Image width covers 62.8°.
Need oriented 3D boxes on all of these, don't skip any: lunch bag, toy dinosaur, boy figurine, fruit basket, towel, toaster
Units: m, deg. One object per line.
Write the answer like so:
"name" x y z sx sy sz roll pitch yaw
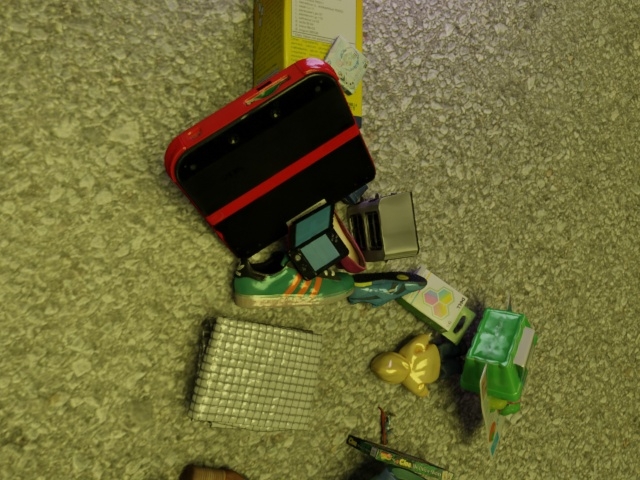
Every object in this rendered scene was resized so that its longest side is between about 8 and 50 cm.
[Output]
"lunch bag" 0.061 -0.137 1.314 0.098 0.067 0.065 44 71 -19
"toy dinosaur" 0.175 0.499 1.395 0.090 0.047 0.082 29 84 10
"boy figurine" 0.266 0.338 1.403 0.285 0.092 0.177 -5 92 -27
"fruit basket" 0.509 0.372 1.436 0.327 0.165 0.353 -52 130 -39
"towel" -0.148 0.297 1.176 0.284 0.121 0.235 15 84 -28
"toaster" 0.156 -0.026 1.309 0.110 0.168 0.185 -9 93 -25

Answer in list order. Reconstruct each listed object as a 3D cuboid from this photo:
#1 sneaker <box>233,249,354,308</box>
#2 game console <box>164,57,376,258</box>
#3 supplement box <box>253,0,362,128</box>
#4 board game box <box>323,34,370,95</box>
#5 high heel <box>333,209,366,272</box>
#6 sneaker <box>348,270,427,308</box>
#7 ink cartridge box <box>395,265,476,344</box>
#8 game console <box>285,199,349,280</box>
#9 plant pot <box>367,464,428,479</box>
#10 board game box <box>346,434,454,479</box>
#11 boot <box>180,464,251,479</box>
"sneaker" -0.052 0.083 1.223 0.302 0.108 0.121 -3 103 -26
"game console" -0.090 -0.158 1.103 0.386 0.060 0.342 -32 138 -1
"supplement box" -0.033 -0.424 1.197 0.194 0.195 0.356 1 90 -28
"board game box" 0.052 -0.373 1.119 0.090 0.020 0.090 34 75 -25
"high heel" 0.035 -0.030 1.271 0.082 0.117 0.244 -25 101 -25
"sneaker" 0.171 0.129 1.353 0.209 0.069 0.082 -3 108 -8
"ink cartridge box" 0.320 0.176 1.406 0.209 0.062 0.109 36 72 2
"game console" 0.000 0.000 1.177 0.144 0.085 0.124 -31 84 -33
"plant pot" 0.193 0.661 1.231 0.293 0.293 0.196 27 87 -25
"board game box" 0.205 0.560 1.344 0.260 0.136 0.030 28 76 -25
"boot" -0.241 0.647 1.141 0.220 0.109 0.283 31 68 -28
